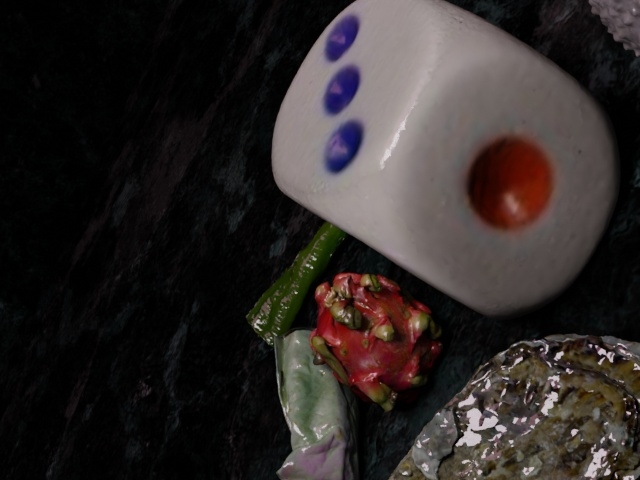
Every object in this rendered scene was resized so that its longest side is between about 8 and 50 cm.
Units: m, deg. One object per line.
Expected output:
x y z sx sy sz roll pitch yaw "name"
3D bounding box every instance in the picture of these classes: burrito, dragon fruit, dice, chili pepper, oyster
0.004 0.223 1.433 0.089 0.144 0.229 -31 46 29 "burrito"
0.060 0.118 1.370 0.160 0.172 0.166 -39 32 22 "dragon fruit"
0.138 -0.098 1.294 0.277 0.304 0.304 -62 29 2 "dice"
0.000 0.000 1.675 0.085 0.076 0.359 44 110 40 "chili pepper"
0.187 0.206 1.098 0.351 0.158 0.162 -34 47 29 "oyster"

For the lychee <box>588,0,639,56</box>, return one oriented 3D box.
0.379 -0.299 1.103 0.300 0.300 0.300 -38 37 37 "lychee"
